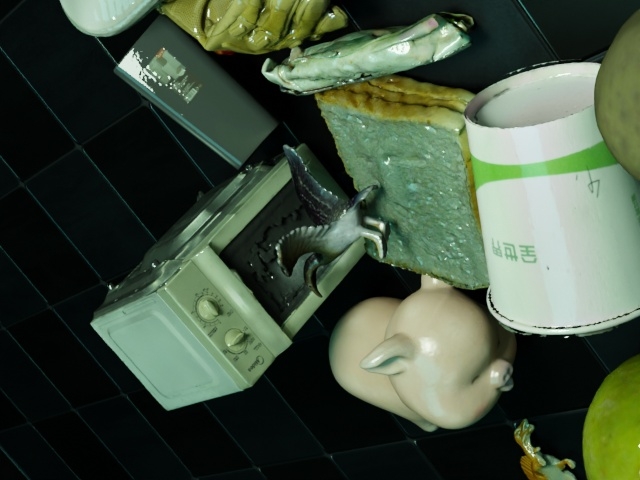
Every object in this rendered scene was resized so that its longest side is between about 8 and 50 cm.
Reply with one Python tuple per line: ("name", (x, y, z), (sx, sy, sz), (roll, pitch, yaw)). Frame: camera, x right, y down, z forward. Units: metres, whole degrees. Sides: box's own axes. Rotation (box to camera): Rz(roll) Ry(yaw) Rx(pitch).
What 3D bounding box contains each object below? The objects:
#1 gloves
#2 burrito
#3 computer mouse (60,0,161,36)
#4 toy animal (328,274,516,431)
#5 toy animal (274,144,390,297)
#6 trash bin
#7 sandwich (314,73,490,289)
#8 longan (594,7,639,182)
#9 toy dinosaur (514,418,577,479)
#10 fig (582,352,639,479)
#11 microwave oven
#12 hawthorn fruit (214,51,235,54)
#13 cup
("gloves", (-0.098, -0.321, 1.722), (0.331, 0.154, 0.141), (25, 124, 32))
("burrito", (0.058, -0.242, 1.680), (0.309, 0.096, 0.066), (-7, 111, 36))
("computer mouse", (-0.236, -0.408, 1.698), (0.331, 0.095, 0.197), (-38, 62, 28))
("toy animal", (0.148, 0.169, 1.951), (0.326, 0.237, 0.269), (15, 146, 36))
("toy animal", (0.015, 0.004, 1.791), (0.160, 0.272, 0.197), (-6, 121, 18))
("trash bin", (-0.171, -0.213, 1.880), (0.225, 0.115, 0.165), (42, -174, -4))
("sandwich", (0.146, -0.077, 1.762), (0.271, 0.099, 0.301), (20, 139, 45))
("longan", (0.416, -0.147, 1.364), (0.248, 0.248, 0.248), (25, 140, 23))
("toy dinosaur", (0.363, 0.395, 2.088), (0.142, 0.057, 0.212), (35, 143, 30))
("fig", (0.467, 0.287, 1.726), (0.258, 0.258, 0.326), (33, 157, 13))
("microwave oven", (-0.138, 0.049, 1.951), (0.218, 0.355, 0.286), (51, 144, -14))
("hawthorn fruit", (-0.131, -0.301, 1.838), (0.077, 0.077, 0.077), (25, 140, 23))
("cup", (0.293, -0.057, 1.561), (0.253, 0.253, 0.274), (3, 122, 41))
